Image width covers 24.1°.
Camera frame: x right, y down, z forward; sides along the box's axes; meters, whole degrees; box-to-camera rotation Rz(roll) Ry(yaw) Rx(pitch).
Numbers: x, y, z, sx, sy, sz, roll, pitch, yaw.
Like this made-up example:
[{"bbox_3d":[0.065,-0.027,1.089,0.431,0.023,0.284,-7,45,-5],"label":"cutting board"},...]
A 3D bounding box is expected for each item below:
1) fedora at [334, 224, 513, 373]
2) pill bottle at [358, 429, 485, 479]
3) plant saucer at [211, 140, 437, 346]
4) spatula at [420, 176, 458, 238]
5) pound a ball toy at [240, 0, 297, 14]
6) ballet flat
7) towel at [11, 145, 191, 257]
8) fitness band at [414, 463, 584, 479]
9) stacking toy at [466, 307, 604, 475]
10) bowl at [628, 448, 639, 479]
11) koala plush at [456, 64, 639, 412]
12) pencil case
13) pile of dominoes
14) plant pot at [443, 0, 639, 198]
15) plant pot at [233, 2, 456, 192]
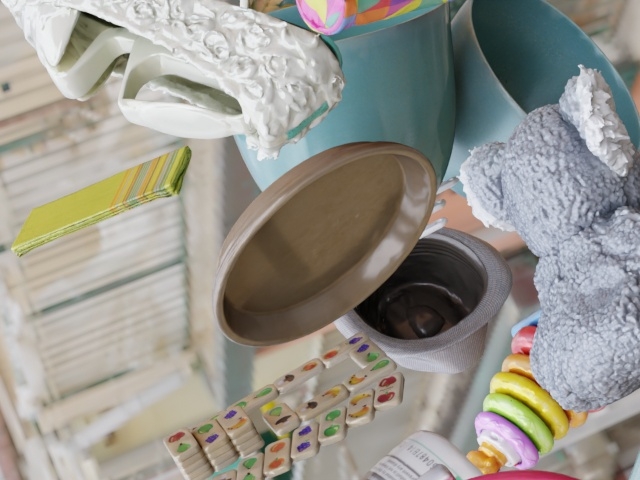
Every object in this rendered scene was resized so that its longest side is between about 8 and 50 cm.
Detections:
[{"bbox_3d":[0.148,0.101,2.087,0.275,0.244,0.124,31,153,44],"label":"fedora"},{"bbox_3d":[0.033,0.375,1.484,0.204,0.361,0.204,48,167,15],"label":"pill bottle"},{"bbox_3d":[0.000,0.000,1.547,0.041,0.278,0.278,50,157,30],"label":"plant saucer"},{"bbox_3d":[0.060,0.007,1.819,0.019,0.242,0.168,57,-158,-16],"label":"spatula"},{"bbox_3d":[-0.001,-0.341,2.107,0.319,0.208,0.135,-85,-2,-72],"label":"pound a ball toy"},{"bbox_3d":[-0.172,-0.179,1.380,0.409,0.147,0.147,21,139,27],"label":"ballet flat"},{"bbox_3d":[-0.266,-0.048,1.833,0.021,0.237,0.102,60,-157,-24],"label":"towel"},{"bbox_3d":[0.077,0.256,0.858,0.209,0.291,0.054,50,-178,-7],"label":"fitness band"},{"bbox_3d":[0.277,0.252,2.086,0.166,0.302,0.175,42,160,2],"label":"stacking toy"},{"bbox_3d":[0.370,0.244,1.222,0.311,0.163,0.311,41,173,6],"label":"bowl"},{"bbox_3d":[0.206,-0.007,1.098,0.221,0.203,0.196,62,146,5],"label":"koala plush"},{"bbox_3d":[0.084,-0.283,1.543,0.104,0.236,0.104,37,137,45],"label":"pencil case"},{"bbox_3d":[-0.037,0.171,1.547,0.040,0.251,0.196,64,170,-19],"label":"pile of dominoes"},{"bbox_3d":[0.242,-0.157,1.927,0.195,0.290,0.290,-44,64,36],"label":"plant pot"},{"bbox_3d":[0.028,-0.149,1.771,0.293,0.293,0.235,-148,44,-65],"label":"plant pot"}]
